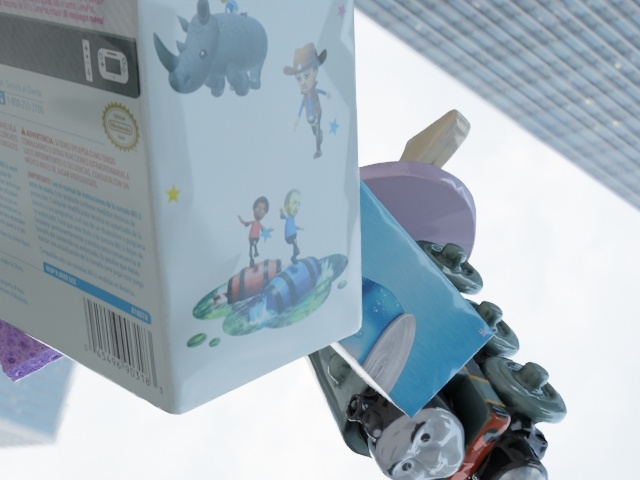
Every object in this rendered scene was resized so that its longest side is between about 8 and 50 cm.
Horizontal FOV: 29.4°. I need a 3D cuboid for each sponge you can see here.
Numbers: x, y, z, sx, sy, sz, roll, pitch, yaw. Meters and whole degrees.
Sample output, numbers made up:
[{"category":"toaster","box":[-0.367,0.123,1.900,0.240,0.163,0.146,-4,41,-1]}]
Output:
[{"category":"sponge","box":[-0.239,0.047,1.249,0.210,0.031,0.117,-27,-126,0]}]

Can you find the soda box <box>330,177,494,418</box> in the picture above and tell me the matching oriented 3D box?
[{"category":"soda box","box":[0.000,0.000,0.679,0.071,0.210,0.067,-45,-158,-6]}]

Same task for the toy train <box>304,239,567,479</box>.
[{"category":"toy train","box":[0.066,0.093,1.020,0.142,0.190,0.334,-59,-150,21]}]

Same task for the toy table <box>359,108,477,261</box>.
[{"category":"toy table","box":[0.043,-0.022,1.271,0.274,0.252,0.161,-22,-150,25]}]

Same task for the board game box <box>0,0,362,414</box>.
[{"category":"board game box","box":[-0.094,-0.122,0.430,0.224,0.097,0.303,19,-59,43]}]
